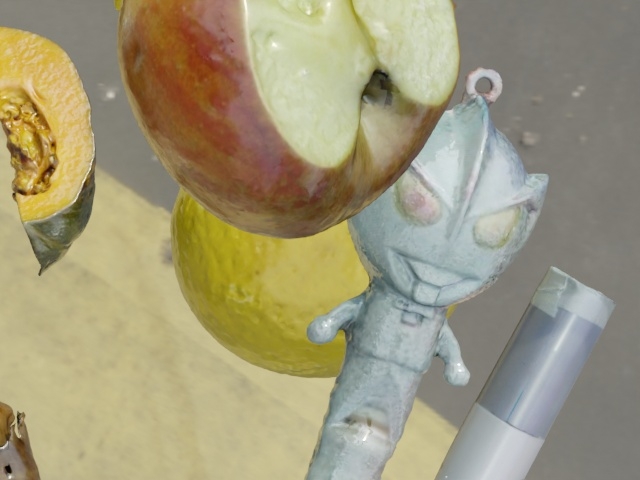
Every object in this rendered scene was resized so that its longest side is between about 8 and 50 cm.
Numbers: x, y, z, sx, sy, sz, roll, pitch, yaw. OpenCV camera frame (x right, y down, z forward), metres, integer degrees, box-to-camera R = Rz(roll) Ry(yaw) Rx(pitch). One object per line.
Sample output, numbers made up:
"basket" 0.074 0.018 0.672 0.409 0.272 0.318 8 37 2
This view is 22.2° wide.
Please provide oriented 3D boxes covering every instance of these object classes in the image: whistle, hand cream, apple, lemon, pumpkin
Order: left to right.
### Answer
"pumpkin" -0.307 -0.100 1.859 0.111 0.163 0.279 -16 70 -9
"apple" -0.019 -0.094 0.864 0.195 0.160 0.173 -37 87 -39
"lemon" 0.002 0.000 1.793 0.336 0.336 0.336 -4 98 -28
"whistle" 0.070 0.033 1.240 0.142 0.133 0.346 16 96 -33
"hand cream" 0.094 0.137 0.947 0.255 0.048 0.079 -64 158 2

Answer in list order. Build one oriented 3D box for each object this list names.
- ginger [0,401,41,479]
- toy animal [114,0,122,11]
"ginger" -0.327 0.263 1.581 0.133 0.107 0.309 -15 98 4
"toy animal" -0.152 -0.319 1.401 0.156 0.156 0.230 -4 57 -28
